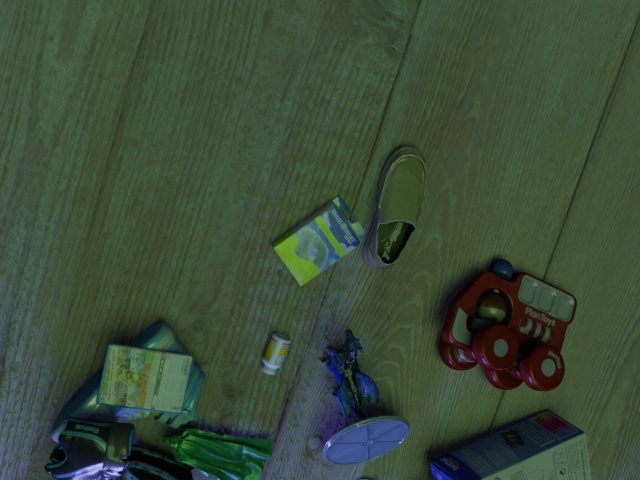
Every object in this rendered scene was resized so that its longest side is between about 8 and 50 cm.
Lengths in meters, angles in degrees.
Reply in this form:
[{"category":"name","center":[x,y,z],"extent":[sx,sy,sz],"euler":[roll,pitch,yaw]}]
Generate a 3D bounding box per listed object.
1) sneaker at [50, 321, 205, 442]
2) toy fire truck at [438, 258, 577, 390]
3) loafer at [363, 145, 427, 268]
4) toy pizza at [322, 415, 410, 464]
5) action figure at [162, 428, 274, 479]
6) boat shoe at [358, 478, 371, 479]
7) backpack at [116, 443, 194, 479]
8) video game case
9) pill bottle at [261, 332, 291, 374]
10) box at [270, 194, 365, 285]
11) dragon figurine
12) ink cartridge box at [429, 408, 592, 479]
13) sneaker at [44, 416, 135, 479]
[{"category":"sneaker","center":[-0.369,0.340,1.751],"extent":[0.319,0.127,0.208],"euler":[-41,108,0]},{"category":"toy fire truck","center":[0.413,0.183,1.904],"extent":[0.302,0.169,0.253],"euler":[25,73,-19]},{"category":"loafer","center":[0.165,-0.060,1.798],"extent":[0.102,0.092,0.268],"euler":[10,101,-16]},{"category":"toy pizza","center":[0.098,0.429,1.897],"extent":[0.201,0.032,0.201],"euler":[-13,143,-10]},{"category":"action figure","center":[-0.227,0.450,1.838],"extent":[0.232,0.063,0.137],"euler":[24,88,-25]},{"category":"boat shoe","center":[0.149,0.614,1.961],"extent":[0.184,0.063,0.066],"euler":[33,62,15]},{"category":"backpack","center":[-0.347,0.505,1.778],"extent":[0.173,0.158,0.117],"euler":[34,99,-25]},{"category":"video game case","center":[-0.339,0.269,1.682],"extent":[0.166,0.015,0.119],"euler":[11,93,-19]},{"category":"pill bottle","center":[-0.096,0.240,1.835],"extent":[0.043,0.043,0.083],"euler":[20,99,-18]},{"category":"box","center":[0.000,0.000,1.800],"extent":[0.178,0.042,0.109],"euler":[-36,110,-2]},{"category":"dragon figurine","center":[0.070,0.313,1.842],"extent":[0.085,0.144,0.289],"euler":[-21,108,-8]},{"category":"ink cartridge box","center":[0.416,0.589,1.965],"extent":[0.396,0.151,0.269],"euler":[-18,107,-21]},{"category":"sneaker","center":[-0.468,0.445,1.705],"extent":[0.140,0.125,0.340],"euler":[18,131,-13]}]
